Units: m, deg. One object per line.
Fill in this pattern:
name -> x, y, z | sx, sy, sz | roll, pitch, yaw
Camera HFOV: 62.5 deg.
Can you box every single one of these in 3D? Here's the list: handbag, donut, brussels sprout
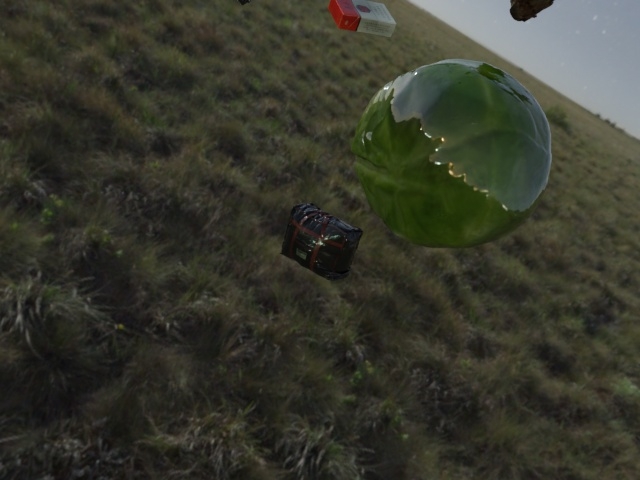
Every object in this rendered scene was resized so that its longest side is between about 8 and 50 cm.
handbag -> 0.000, 0.000, 1.501 | 0.215, 0.169, 0.155 | 28, 23, 28
donut -> 0.450, -0.550, 1.089 | 0.187, 0.144, 0.126 | -1, 80, -62
brussels sprout -> 0.199, -0.143, 0.864 | 0.282, 0.289, 0.355 | -9, 13, -34

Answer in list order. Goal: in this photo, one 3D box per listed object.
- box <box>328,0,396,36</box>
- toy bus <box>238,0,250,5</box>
box -> 0.106, -0.576, 1.353 | 0.152, 0.048, 0.100 | 1, 48, -25
toy bus -> -0.238, -0.886, 1.873 | 0.037, 0.131, 0.052 | 44, 39, -39
